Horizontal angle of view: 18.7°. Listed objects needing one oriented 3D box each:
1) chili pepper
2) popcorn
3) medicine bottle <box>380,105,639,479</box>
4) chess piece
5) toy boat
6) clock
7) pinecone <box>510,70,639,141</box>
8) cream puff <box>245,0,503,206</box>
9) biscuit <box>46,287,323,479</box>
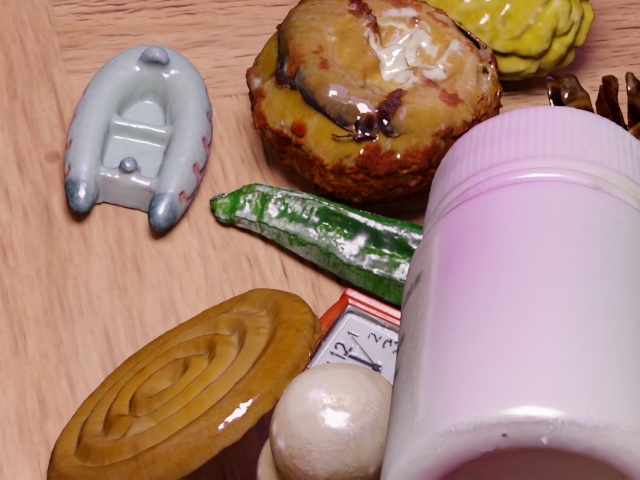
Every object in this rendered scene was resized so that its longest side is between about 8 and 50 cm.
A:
[{"bbox_3d":[0.000,0.000,1.785,0.227,0.059,0.088,18,77,12],"label":"chili pepper"},{"bbox_3d":[0.174,-0.263,1.959,0.226,0.200,0.203,-2,16,26],"label":"popcorn"},{"bbox_3d":[0.161,0.083,1.410,0.219,0.219,0.388,11,37,-2],"label":"medicine bottle"},{"bbox_3d":[0.004,0.190,1.506,0.142,0.261,0.143,5,49,-5],"label":"chess piece"},{"bbox_3d":[-0.169,-0.104,1.819,0.134,0.079,0.208,12,53,2],"label":"toy boat"},{"bbox_3d":[0.057,0.120,1.699,0.155,0.061,0.113,26,52,14],"label":"clock"},{"bbox_3d":[0.257,-0.060,1.783,0.229,0.202,0.201,-35,73,-8],"label":"pinecone"},{"bbox_3d":[0.047,-0.131,1.826,0.240,0.164,0.240,14,44,-14],"label":"cream puff"},{"bbox_3d":[-0.115,0.123,1.562,0.262,0.262,0.037,-47,111,-35],"label":"biscuit"}]
